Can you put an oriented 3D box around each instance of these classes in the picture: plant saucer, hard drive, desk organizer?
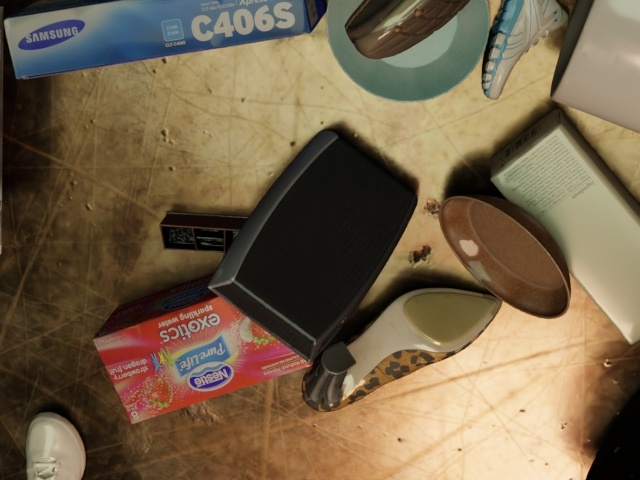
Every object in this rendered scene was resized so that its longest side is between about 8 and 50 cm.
[{"bbox_3d":[0.105,-0.263,1.723,0.195,0.037,0.195,2,109,7],"label":"plant saucer"},{"bbox_3d":[0.000,0.000,1.737,0.172,0.054,0.254,38,68,-5],"label":"hard drive"},{"bbox_3d":[-0.137,-0.004,1.832,0.130,0.050,0.047,4,108,6],"label":"desk organizer"},{"bbox_3d":[0.229,0.011,1.742,0.036,0.198,0.198,-45,100,-21],"label":"plant saucer"}]

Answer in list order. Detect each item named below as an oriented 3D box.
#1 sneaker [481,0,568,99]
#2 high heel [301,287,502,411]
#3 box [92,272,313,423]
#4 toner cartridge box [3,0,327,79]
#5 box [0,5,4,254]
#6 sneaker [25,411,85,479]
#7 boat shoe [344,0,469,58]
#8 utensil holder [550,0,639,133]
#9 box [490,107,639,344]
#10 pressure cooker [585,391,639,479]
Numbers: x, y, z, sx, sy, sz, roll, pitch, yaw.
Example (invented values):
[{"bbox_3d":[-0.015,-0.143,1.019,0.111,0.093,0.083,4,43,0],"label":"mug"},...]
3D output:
[{"bbox_3d":[0.244,-0.250,1.695,0.083,0.071,0.190,15,111,-5],"label":"sneaker"},{"bbox_3d":[0.099,0.140,1.855,0.261,0.186,0.093,-19,72,-17],"label":"high heel"},{"bbox_3d":[-0.139,0.121,1.834,0.257,0.122,0.128,-19,104,13],"label":"box"},{"bbox_3d":[-0.176,-0.264,1.692,0.348,0.165,0.075,-8,106,9],"label":"toner cartridge box"},{"bbox_3d":[-0.476,-0.151,1.744,0.242,0.076,0.307,24,116,42],"label":"box"},{"bbox_3d":[-0.367,0.340,1.952,0.080,0.094,0.212,4,108,7],"label":"sneaker"},{"bbox_3d":[0.143,-0.355,1.624,0.130,0.132,0.355,42,83,13],"label":"boat shoe"},{"bbox_3d":[0.476,-0.233,1.542,0.385,0.327,0.327,19,109,4],"label":"utensil holder"},{"bbox_3d":[0.331,-0.018,1.745,0.113,0.094,0.275,-37,100,17],"label":"box"},{"bbox_3d":[0.551,0.358,1.704,0.420,0.375,0.370,33,134,-5],"label":"pressure cooker"}]
